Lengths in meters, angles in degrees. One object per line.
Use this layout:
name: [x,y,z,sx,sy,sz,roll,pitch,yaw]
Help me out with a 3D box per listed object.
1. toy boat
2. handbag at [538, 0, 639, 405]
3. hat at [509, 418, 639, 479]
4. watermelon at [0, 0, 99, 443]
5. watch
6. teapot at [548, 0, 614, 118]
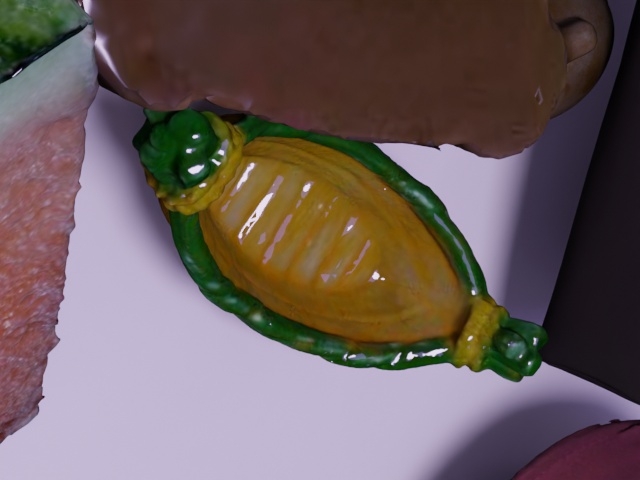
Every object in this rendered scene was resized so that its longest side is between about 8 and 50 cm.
toy boat: [0.000,0.000,0.660,0.229,0.088,0.089,30,88,-40]
handbag: [0.224,-0.063,0.778,0.285,0.113,0.257,-11,113,-41]
hat: [0.117,0.169,0.812,0.205,0.089,0.205,-18,122,-31]
watermelon: [-0.156,0.013,0.521,0.193,0.140,0.257,-33,157,-13]
watch: [0.095,-0.188,0.481,0.314,0.327,0.335,8,90,-38]
teapot: [0.080,-0.102,0.694,0.080,0.085,0.110,-24,99,-32]
